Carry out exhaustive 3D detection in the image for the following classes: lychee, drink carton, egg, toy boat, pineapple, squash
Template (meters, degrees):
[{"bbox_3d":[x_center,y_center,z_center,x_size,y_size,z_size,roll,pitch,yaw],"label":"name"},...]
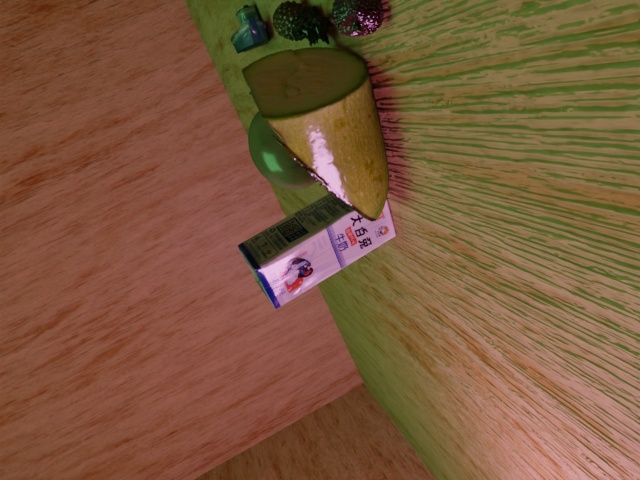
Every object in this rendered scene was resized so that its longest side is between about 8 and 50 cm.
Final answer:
[{"bbox_3d":[0.050,-0.309,0.747,0.067,0.068,0.083,15,-130,-41],"label":"lychee"},{"bbox_3d":[0.000,0.000,1.162,0.106,0.315,0.131,48,164,47],"label":"drink carton"},{"bbox_3d":[-0.080,-0.232,1.349,0.186,0.186,0.253,78,167,-60],"label":"egg"},{"bbox_3d":[-0.188,-0.538,1.391,0.215,0.088,0.102,-138,26,-70],"label":"toy boat"},{"bbox_3d":[-0.029,-0.389,0.994,0.159,0.074,0.074,41,158,49],"label":"pineapple"},{"bbox_3d":[0.010,-0.159,0.987,0.234,0.210,0.309,-117,10,-46],"label":"squash"}]
